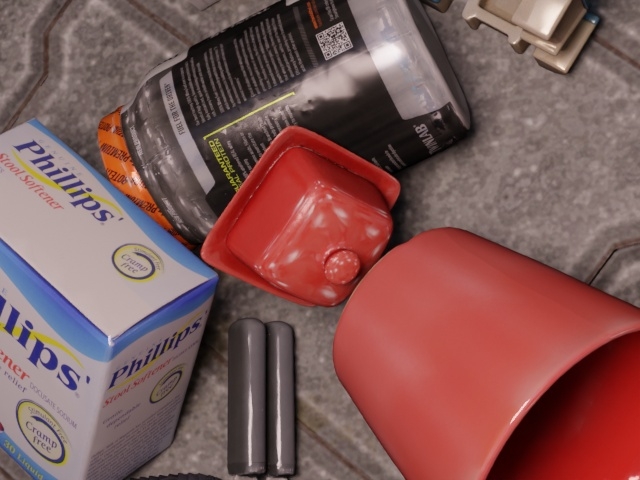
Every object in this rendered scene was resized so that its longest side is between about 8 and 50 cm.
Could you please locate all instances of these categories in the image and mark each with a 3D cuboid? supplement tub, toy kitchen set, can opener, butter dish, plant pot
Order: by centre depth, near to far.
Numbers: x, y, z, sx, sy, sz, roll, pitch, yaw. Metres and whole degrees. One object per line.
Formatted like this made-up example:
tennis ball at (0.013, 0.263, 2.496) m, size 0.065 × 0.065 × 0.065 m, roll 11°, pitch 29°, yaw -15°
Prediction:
plant pot at (0.159, 0.128, 1.384) m, size 0.275 × 0.275 × 0.243 m, roll -53°, pitch 50°, yaw 3°
butter dish at (0.000, 0.000, 1.397) m, size 0.160 × 0.160 × 0.118 m, roll -55°, pitch 37°, yaw 11°
toy kitchen set at (0.180, -0.275, 1.492) m, size 0.207 × 0.166 × 0.122 m, roll 31°, pitch 91°, yaw 19°
supplement tub at (-0.038, -0.125, 1.513) m, size 0.338 × 0.207 × 0.207 m, roll -25°, pitch 75°, yaw 11°
can opener at (-0.048, 0.215, 1.521) m, size 0.093 × 0.074 × 0.280 m, roll -20°, pitch 67°, yaw 45°

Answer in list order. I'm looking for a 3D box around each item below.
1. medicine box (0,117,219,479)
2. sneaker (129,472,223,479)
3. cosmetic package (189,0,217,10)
medicine box at (-0.265, 0.077, 1.504) m, size 0.263 × 0.149 × 0.289 m, roll 39°, pitch 139°, yaw 19°
sneaker at (-0.230, 0.335, 1.570) m, size 0.319 × 0.112 × 0.131 m, roll -15°, pitch 106°, yaw 9°
cosmetic package at (-0.127, -0.376, 1.609) m, size 0.151 × 0.151 × 0.183 m, roll -30°, pitch 74°, yaw 9°
